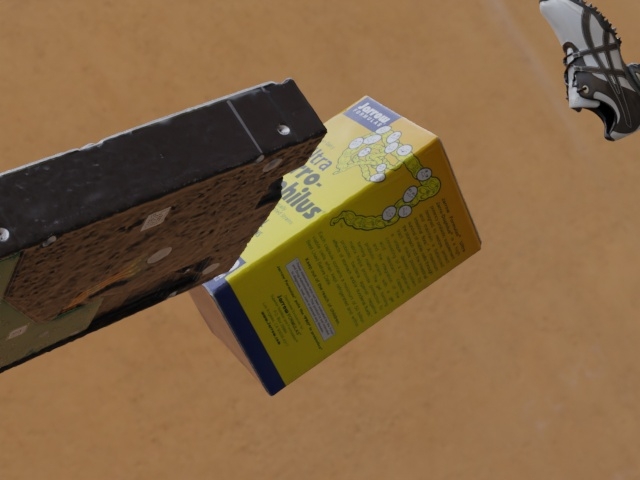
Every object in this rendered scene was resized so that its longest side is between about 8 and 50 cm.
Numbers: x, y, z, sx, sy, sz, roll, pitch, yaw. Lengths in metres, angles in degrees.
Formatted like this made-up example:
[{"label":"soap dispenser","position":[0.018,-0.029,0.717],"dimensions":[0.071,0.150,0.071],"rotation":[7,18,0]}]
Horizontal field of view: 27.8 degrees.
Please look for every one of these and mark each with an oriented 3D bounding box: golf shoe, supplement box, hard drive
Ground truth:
[{"label":"golf shoe","position":[0.313,-0.204,1.516],"dimensions":[0.094,0.198,0.077],"rotation":[-42,-2,-7]},{"label":"supplement box","position":[0.000,0.000,1.723],"dimensions":[0.357,0.195,0.194],"rotation":[-35,35,-12]},{"label":"hard drive","position":[-0.177,0.006,0.971],"dimensions":[0.339,0.064,0.237],"rotation":[-25,-16,-34]}]
